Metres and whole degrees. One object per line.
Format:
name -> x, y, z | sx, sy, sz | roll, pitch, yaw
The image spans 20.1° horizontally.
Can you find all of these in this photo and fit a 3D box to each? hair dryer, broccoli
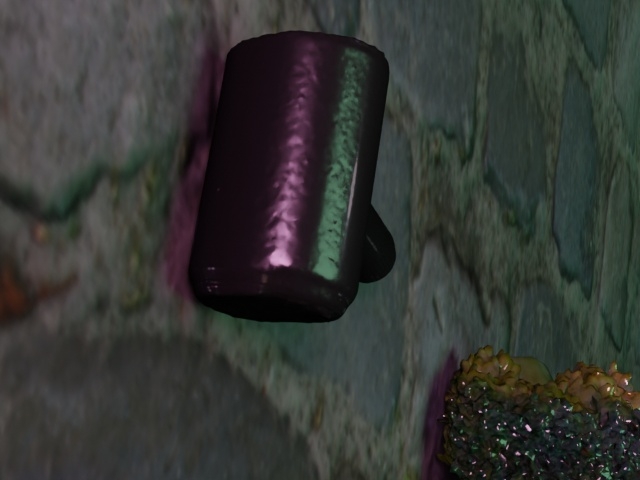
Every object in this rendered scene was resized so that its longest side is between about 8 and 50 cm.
hair dryer -> 0.000, -0.002, 0.838 | 0.248, 0.071, 0.114 | 60, 37, -72
broccoli -> 0.146, 0.147, 1.198 | 0.219, 0.194, 0.194 | 48, 46, -34
